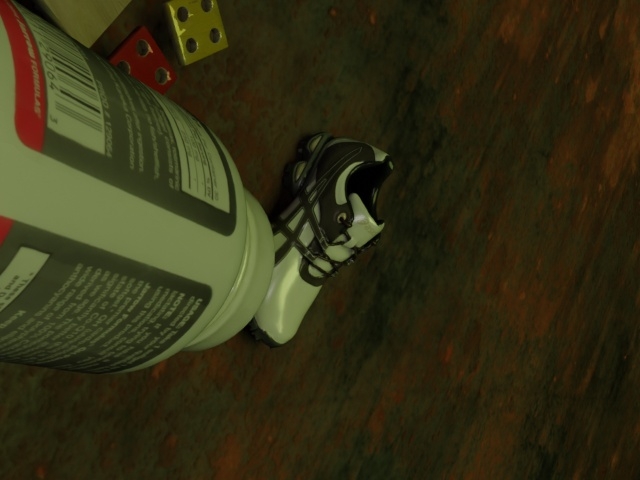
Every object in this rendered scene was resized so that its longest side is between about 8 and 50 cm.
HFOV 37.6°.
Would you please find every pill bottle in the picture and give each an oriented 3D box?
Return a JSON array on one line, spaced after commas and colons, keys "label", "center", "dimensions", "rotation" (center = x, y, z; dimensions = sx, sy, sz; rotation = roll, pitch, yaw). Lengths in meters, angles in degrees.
[{"label": "pill bottle", "center": [-0.150, -0.017, 0.527], "dimensions": [0.318, 0.176, 0.176], "rotation": [28, 73, -63]}]

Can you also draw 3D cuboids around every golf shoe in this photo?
[{"label": "golf shoe", "center": [0.000, 0.000, 0.800], "dimensions": [0.077, 0.094, 0.198], "rotation": [31, 73, -49]}]

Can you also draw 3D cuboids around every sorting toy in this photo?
[{"label": "sorting toy", "center": [-0.161, -0.208, 0.608], "dimensions": [0.132, 0.046, 0.274], "rotation": [-58, 134, -27]}]
